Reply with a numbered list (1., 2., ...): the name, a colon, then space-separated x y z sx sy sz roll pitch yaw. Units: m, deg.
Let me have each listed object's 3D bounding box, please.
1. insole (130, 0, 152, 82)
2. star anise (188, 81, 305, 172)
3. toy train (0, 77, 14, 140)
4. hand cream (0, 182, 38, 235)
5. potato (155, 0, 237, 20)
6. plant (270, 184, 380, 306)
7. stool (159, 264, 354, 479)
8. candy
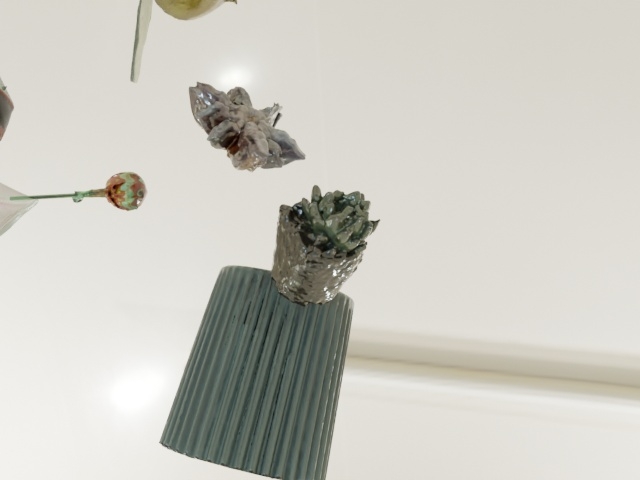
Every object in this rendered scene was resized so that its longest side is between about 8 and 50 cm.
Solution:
1. insole: -0.339 -0.394 1.808 0.010 0.192 0.063 11 -169 6
2. star anise: -0.127 -0.189 1.647 0.229 0.093 0.236 22 -151 -20
3. toy train: -0.619 -0.333 1.642 0.089 0.086 0.409 -33 -119 -2
4. hand cream: -0.797 -0.093 2.164 0.185 0.359 0.118 -43 -112 -3
5. potato: -0.171 -0.508 1.617 0.116 0.239 0.299 17 -115 31
6. plant: 0.000 0.000 1.480 0.129 0.195 0.132 -5 -135 -38
7. stool: -0.095 0.234 1.670 0.297 0.330 0.297 14 169 3
8. candy: -0.515 -0.096 2.038 0.287 0.078 0.084 -5 -133 -11
